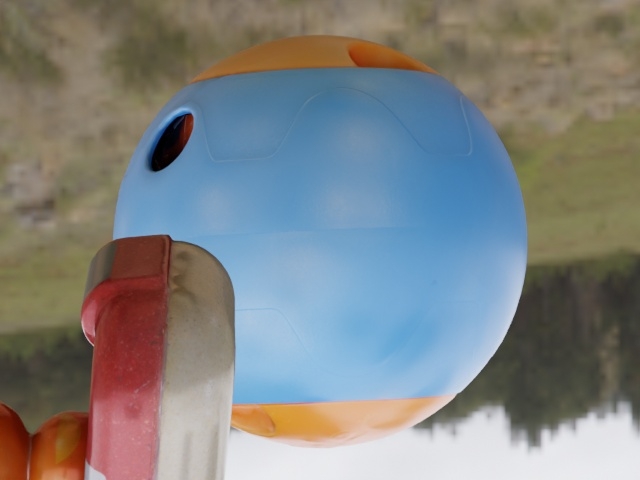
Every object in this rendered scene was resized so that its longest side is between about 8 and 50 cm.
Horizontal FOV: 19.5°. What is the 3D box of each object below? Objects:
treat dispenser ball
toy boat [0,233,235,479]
[{"bbox_3d":[0.000,0.000,1.300,0.288,0.288,0.288,0,-177,0],"label":"treat dispenser ball"},{"bbox_3d":[-0.123,0.110,0.900,0.151,0.231,0.151,5,-160,-5],"label":"toy boat"}]
